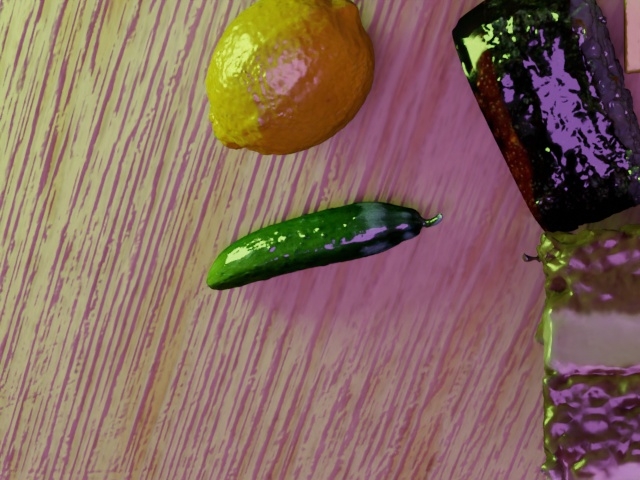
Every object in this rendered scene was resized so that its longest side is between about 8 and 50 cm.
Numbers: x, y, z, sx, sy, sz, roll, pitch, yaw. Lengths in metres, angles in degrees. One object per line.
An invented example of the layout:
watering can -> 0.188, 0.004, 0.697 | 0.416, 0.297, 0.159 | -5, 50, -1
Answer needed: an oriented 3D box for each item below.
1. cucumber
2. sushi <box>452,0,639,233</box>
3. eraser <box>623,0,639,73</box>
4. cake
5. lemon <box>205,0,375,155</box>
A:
cucumber -> 0.000, 0.000, 1.487 | 0.250, 0.056, 0.056 | -14, 102, 16
sushi -> 0.216, -0.125, 1.369 | 0.126, 0.136, 0.225 | -24, 93, 19
eraser -> 0.287, -0.214, 1.348 | 0.045, 0.097, 0.122 | -1, 105, 14
cake -> 0.324, 0.131, 1.313 | 0.282, 0.256, 0.290 | -4, 82, 12
lemon -> -0.033, -0.150, 1.406 | 0.187, 0.142, 0.142 | -40, 95, 24
